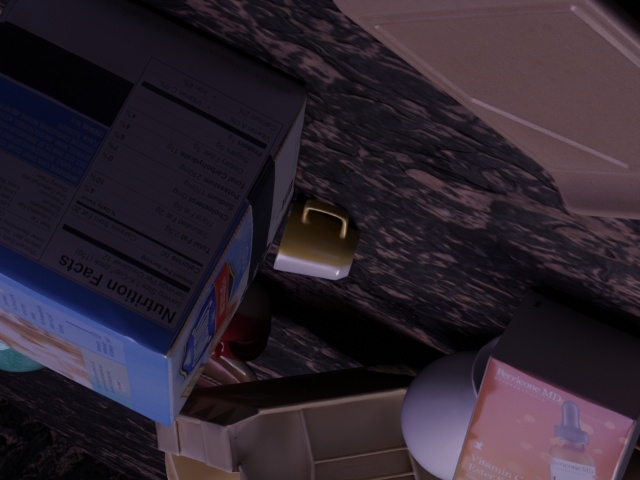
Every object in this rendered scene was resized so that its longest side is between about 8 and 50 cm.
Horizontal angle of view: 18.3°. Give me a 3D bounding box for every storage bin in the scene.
[{"bbox_3d":[-0.011,0.212,2.061,0.260,0.123,0.262,-7,-177,-21],"label":"storage bin"}]

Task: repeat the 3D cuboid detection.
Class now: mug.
[{"bbox_3d":[-0.001,0.004,1.697,0.064,0.062,0.078,19,173,1],"label":"mug"}]

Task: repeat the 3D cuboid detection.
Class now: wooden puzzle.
[{"bbox_3d":[0.143,-0.093,1.127,0.239,0.044,0.221,40,162,-28],"label":"wooden puzzle"}]

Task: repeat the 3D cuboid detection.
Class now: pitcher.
[{"bbox_3d":[0.170,0.180,1.846,0.178,0.125,0.207,51,157,-2],"label":"pitcher"}]

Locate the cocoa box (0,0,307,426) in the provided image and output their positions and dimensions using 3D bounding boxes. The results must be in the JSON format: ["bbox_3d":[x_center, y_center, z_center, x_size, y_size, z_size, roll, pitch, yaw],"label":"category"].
[{"bbox_3d":[-0.166,-0.021,1.552,0.231,0.228,0.347,26,166,3],"label":"cocoa box"}]

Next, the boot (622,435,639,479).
[{"bbox_3d":[0.203,0.212,1.964,0.112,0.115,0.305,31,168,-29],"label":"boot"}]

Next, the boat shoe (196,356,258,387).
[{"bbox_3d":[-0.233,0.126,2.423,0.324,0.116,0.123,27,172,3],"label":"boat shoe"}]

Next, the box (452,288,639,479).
[{"bbox_3d":[0.197,0.148,1.639,0.130,0.091,0.170,24,136,14],"label":"box"}]

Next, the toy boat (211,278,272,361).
[{"bbox_3d":[-0.141,0.099,2.102,0.151,0.151,0.231,25,166,6],"label":"toy boat"}]

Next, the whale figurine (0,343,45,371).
[{"bbox_3d":[-0.393,0.040,2.299,0.272,0.141,0.216,40,134,19],"label":"whale figurine"}]
